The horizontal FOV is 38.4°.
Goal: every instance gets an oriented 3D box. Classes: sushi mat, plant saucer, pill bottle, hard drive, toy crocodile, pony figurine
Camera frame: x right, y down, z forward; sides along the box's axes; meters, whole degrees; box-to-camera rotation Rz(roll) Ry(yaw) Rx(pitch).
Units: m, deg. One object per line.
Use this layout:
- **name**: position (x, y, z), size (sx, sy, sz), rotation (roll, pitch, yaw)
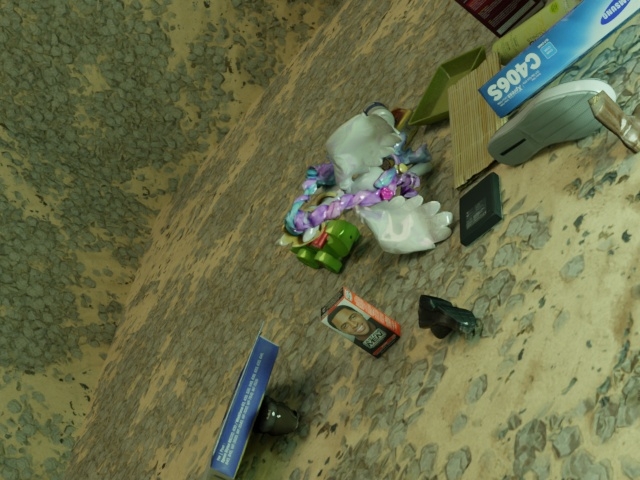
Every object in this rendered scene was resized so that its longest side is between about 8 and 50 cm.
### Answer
- **sushi mat**: position (0.325, -0.253, 1.914), size (0.151, 0.019, 0.317), rotation (-40, 34, 39)
- **plant saucer**: position (0.306, -0.349, 2.146), size (0.188, 0.045, 0.188), rotation (-62, 20, -17)
- **pill bottle**: position (0.144, -0.295, 2.252), size (0.067, 0.067, 0.120), rotation (-51, 21, 13)
- **hard drive**: position (0.299, -0.060, 1.730), size (0.094, 0.022, 0.135), rotation (-43, 23, 33)
- **toy crocodile**: position (0.000, 0.000, 2.212), size (0.115, 0.105, 0.340), rotation (-59, 19, -9)
- **pony figurine**: position (0.099, -0.108, 1.922), size (0.351, 0.303, 0.363), rotation (-24, 10, 34)

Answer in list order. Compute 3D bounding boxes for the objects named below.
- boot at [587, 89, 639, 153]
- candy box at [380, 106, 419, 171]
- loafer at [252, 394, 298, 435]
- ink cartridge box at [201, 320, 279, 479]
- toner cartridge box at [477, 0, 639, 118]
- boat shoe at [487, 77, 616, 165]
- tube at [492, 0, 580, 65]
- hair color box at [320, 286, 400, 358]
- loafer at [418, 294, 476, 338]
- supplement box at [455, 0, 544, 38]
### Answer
- **boot**: position (0.466, -0.206, 1.434), size (0.037, 0.114, 0.106), rotation (-32, 30, 48)
- **candy box**: position (0.168, -0.240, 2.287), size (0.187, 0.053, 0.109), rotation (-57, 20, 0)
- **loafer**: position (-0.088, 0.370, 1.878), size (0.220, 0.078, 0.080), rotation (151, 139, -82)
- **ink cartridge box**: position (-0.166, 0.366, 1.907), size (0.307, 0.072, 0.304), rotation (118, 173, -57)
- **toner cartridge box**: position (0.459, -0.366, 1.672), size (0.348, 0.075, 0.165), rotation (-40, -3, 38)
- **boat shoe**: position (0.404, -0.227, 1.632), size (0.302, 0.109, 0.094), rotation (-26, 32, 59)
- **tube**: position (0.453, -0.435, 1.904), size (0.240, 0.070, 0.062), rotation (-23, 36, 57)
- **hair color box**: position (0.075, 0.155, 1.729), size (0.072, 0.141, 0.043), rotation (-47, 21, 24)
- **loafer**: position (0.215, 0.140, 1.572), size (0.170, 0.062, 0.061), rotation (-151, 73, -74)
- **supplement box**: position (0.371, -0.574, 2.063), size (0.130, 0.239, 0.073), rotation (-40, 24, 36)
